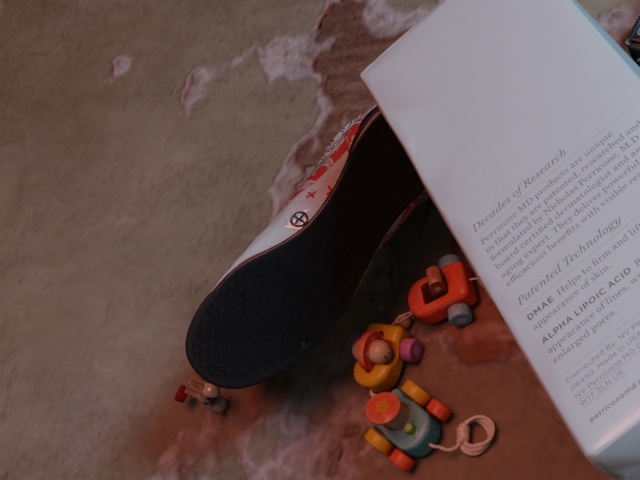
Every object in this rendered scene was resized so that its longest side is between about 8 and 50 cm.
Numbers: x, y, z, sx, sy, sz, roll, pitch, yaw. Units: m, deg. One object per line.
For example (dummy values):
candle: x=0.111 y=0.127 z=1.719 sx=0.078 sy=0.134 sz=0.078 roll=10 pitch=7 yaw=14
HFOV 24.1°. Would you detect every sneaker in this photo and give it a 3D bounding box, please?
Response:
sneaker: x=0.001 y=0.000 z=1.192 sx=0.270 sy=0.090 sz=0.145 roll=-51 pitch=2 yaw=5

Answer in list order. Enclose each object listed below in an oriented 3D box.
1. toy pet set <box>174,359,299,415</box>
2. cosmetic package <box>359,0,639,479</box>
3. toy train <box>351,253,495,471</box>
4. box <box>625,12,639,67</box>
toy pet set: x=-0.059 y=0.086 z=1.249 sx=0.122 sy=0.065 sz=0.114 roll=-68 pitch=12 yaw=-20
cosmetic package: x=0.195 y=0.000 z=0.954 sx=0.156 sy=0.217 sz=0.385 roll=-42 pitch=39 yaw=12
toy train: x=0.074 y=0.088 z=1.132 sx=0.125 sy=0.046 sz=0.166 roll=-24 pitch=51 yaw=26
box: x=0.341 y=-0.185 z=1.066 sx=0.184 sy=0.045 sz=0.191 roll=23 pitch=79 yaw=33
